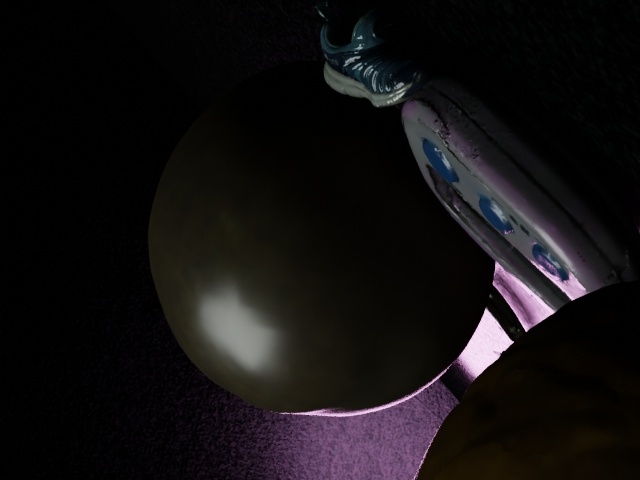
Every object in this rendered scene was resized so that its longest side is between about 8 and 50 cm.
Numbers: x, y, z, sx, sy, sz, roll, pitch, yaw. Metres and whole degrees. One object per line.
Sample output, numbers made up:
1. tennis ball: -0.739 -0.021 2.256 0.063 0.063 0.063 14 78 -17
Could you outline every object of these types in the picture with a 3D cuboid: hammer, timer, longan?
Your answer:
1. hammer: 0.143 0.024 1.601 0.297 0.027 0.125 46 175 41
2. timer: 0.145 -0.021 0.929 0.208 0.069 0.191 46 175 24
3. longan: 0.000 0.000 1.163 0.319 0.319 0.319 49 175 5

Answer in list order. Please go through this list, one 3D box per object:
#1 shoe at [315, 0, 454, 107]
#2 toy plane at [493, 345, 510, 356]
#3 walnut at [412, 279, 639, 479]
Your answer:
1. shoe: 0.046 -0.139 0.991 0.143 0.064 0.071 32 145 57
2. toy plane: 0.256 0.171 1.717 0.083 0.031 0.078 52 162 -6
3. walnut: 0.203 0.186 0.575 0.354 0.308 0.397 16 150 21
